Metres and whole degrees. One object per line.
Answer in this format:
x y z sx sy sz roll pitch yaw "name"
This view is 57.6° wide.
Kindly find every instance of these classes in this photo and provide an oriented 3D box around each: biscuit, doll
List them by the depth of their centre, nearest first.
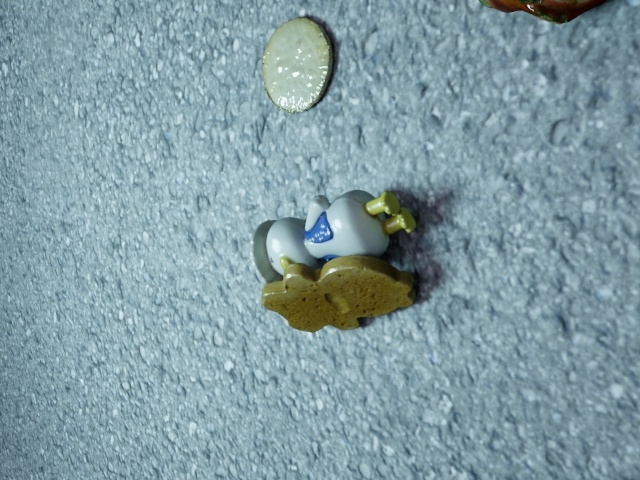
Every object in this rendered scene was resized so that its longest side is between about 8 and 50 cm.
0.025 0.075 0.843 0.226 0.166 0.036 -22 41 33 "biscuit"
0.000 0.000 0.860 0.293 0.119 0.138 -18 127 39 "doll"
-0.040 -0.276 0.918 0.152 0.020 0.152 7 100 39 "biscuit"

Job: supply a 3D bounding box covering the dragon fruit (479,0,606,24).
0.217 -0.289 0.549 0.200 0.269 0.198 -9 120 36 "dragon fruit"
